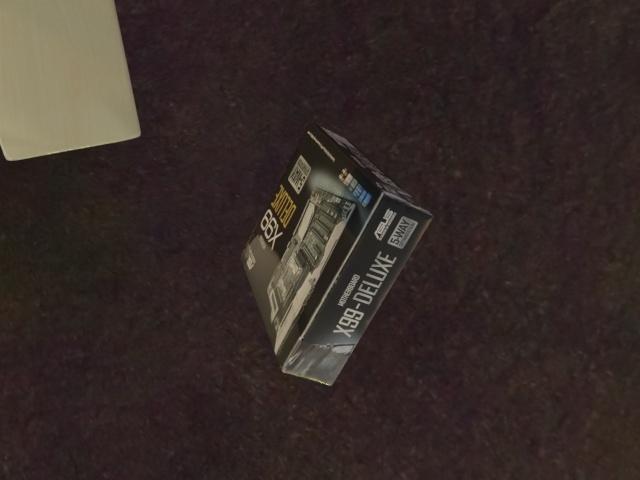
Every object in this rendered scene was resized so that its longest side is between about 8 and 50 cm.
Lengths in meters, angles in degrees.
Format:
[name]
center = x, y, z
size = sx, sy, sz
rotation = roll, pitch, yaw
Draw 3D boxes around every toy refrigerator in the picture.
[toy refrigerator]
center = -0.209, -0.204, 0.458
size = 0.102, 0.094, 0.269
rotation = -15, 123, -17

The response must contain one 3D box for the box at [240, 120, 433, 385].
[box]
center = 0.000, 0.000, 0.854
size = 0.077, 0.307, 0.242
rotation = 22, 107, -25
